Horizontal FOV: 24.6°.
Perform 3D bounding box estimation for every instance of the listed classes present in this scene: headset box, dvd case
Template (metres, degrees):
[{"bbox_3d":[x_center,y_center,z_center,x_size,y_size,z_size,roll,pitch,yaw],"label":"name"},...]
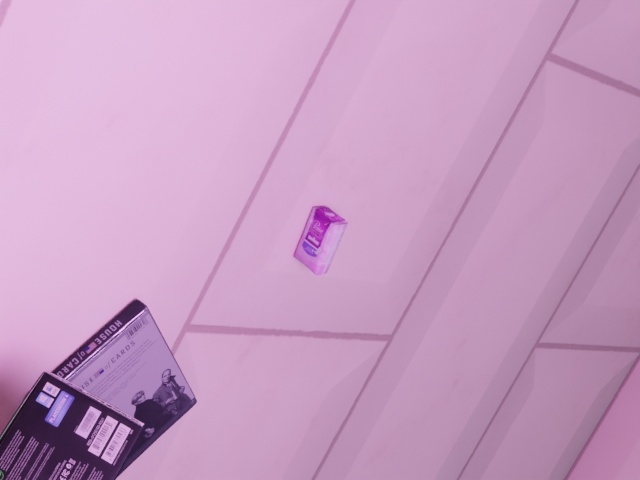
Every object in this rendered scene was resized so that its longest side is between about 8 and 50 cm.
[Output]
[{"bbox_3d":[-0.337,0.327,1.620,0.283,0.131,0.246,-56,-175,48],"label":"headset box"},{"bbox_3d":[-0.256,0.199,1.853,0.179,0.029,0.238,-42,146,-17],"label":"dvd case"}]

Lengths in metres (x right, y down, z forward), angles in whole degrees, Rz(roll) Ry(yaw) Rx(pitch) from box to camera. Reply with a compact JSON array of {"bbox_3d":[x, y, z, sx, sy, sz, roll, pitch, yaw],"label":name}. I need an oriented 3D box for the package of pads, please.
[{"bbox_3d":[0.000,0.000,1.972,0.032,0.050,0.083,-6,125,-50],"label":"package of pads"}]
